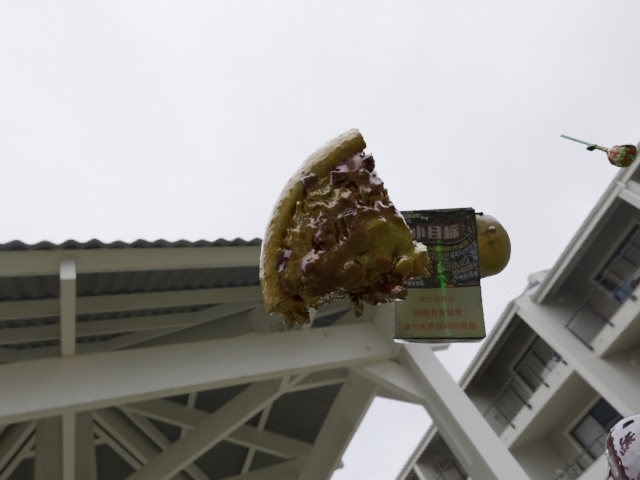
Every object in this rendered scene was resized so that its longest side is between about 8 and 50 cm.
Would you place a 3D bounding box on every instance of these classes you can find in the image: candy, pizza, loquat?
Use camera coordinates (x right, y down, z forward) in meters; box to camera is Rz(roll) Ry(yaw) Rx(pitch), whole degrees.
[{"bbox_3d":[0.992,-0.342,1.642,0.078,0.288,0.084,-11,-56,-25],"label":"candy"},{"bbox_3d":[0.044,-0.006,0.597,0.290,0.228,0.081,-64,-2,-17],"label":"pizza"},{"bbox_3d":[0.533,0.026,1.562,0.243,0.244,0.244,-16,-47,-18],"label":"loquat"}]

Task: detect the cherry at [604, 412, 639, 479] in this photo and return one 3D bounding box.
[{"bbox_3d":[0.577,0.400,0.717,0.296,0.218,0.255,-6,-69,27],"label":"cherry"}]

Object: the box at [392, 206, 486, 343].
[{"bbox_3d":[0.266,0.081,1.061,0.198,0.310,0.084,-2,-20,11],"label":"box"}]
